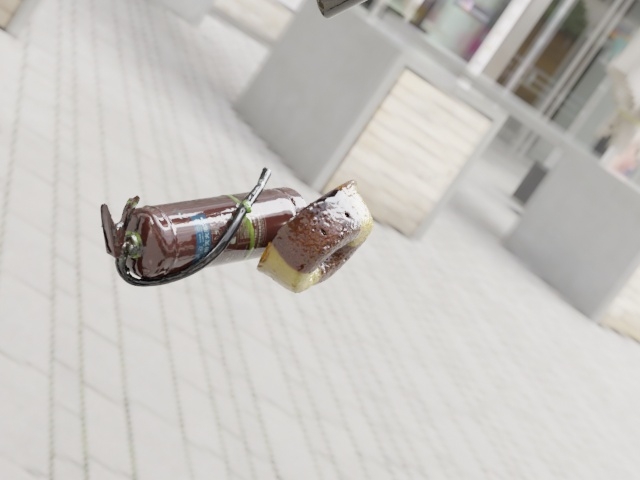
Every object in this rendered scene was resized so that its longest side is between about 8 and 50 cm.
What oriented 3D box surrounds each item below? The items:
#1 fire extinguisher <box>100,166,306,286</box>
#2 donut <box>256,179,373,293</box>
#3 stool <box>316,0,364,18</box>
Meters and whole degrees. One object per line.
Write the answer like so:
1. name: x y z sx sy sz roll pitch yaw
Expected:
1. fire extinguisher: -0.159 -0.021 1.881 0.105 0.141 0.341 17 18 40
2. donut: 0.000 0.000 1.892 0.073 0.166 0.184 47 31 12
3. stool: 0.098 -0.472 1.865 0.310 0.226 0.310 -58 133 -60
